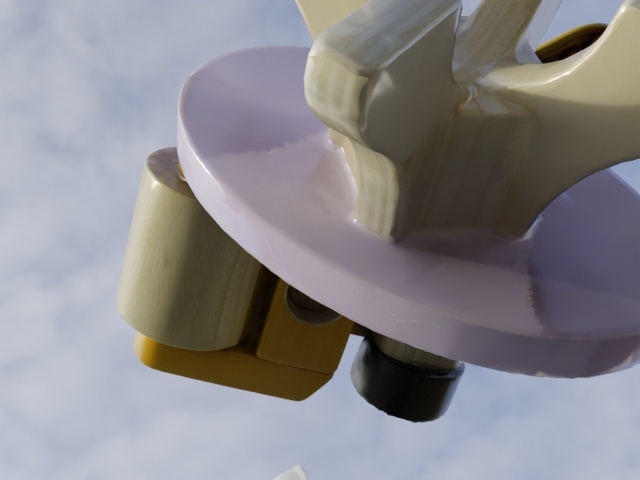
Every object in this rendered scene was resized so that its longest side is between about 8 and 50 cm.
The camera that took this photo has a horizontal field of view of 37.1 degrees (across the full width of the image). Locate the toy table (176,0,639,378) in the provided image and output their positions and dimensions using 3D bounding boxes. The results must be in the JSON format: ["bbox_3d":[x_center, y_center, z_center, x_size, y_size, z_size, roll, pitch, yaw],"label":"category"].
[{"bbox_3d":[0.058,-0.069,0.439,0.274,0.252,0.161,21,-46,10],"label":"toy table"}]

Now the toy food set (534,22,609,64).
[{"bbox_3d":[0.310,-0.190,1.147,0.218,0.071,0.128,-27,-29,10],"label":"toy food set"}]

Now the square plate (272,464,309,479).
[{"bbox_3d":[-0.088,0.395,0.804,0.049,0.347,0.344,33,-87,-20],"label":"square plate"}]

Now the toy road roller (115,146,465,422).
[{"bbox_3d":[0.000,0.000,0.846,0.329,0.240,0.202,13,-66,-12],"label":"toy road roller"}]
